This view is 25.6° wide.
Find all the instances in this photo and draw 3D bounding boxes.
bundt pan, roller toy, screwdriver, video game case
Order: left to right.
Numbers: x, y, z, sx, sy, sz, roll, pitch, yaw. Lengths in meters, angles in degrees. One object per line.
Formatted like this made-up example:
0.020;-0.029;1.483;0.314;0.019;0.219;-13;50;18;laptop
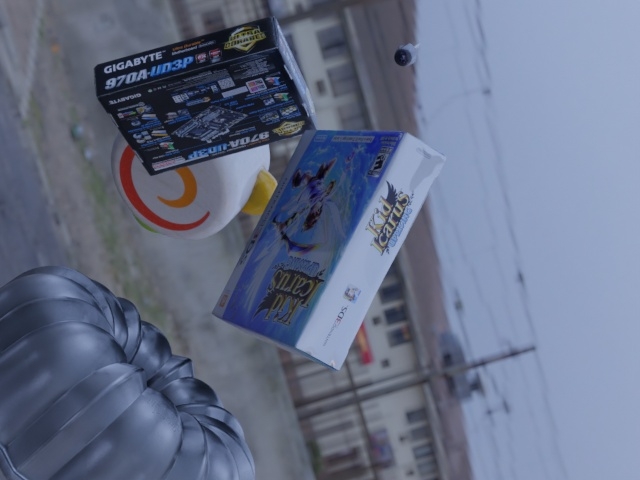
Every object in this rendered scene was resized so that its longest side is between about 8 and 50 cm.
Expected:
-0.179;0.150;1.247;0.331;0.124;0.331;47;3;-3;bundt pan
-0.171;-0.112;1.920;0.146;0.209;0.191;-50;131;-52;roller toy
0.000;0.000;1.513;0.061;0.244;0.269;29;-7;-22;video game case
0.100;-0.214;1.567;0.170;0.024;0.025;-63;137;-71;screwdriver

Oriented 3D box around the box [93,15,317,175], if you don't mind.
-0.130;-0.165;1.647;0.175;0.220;0.051;61;17;-57;box
